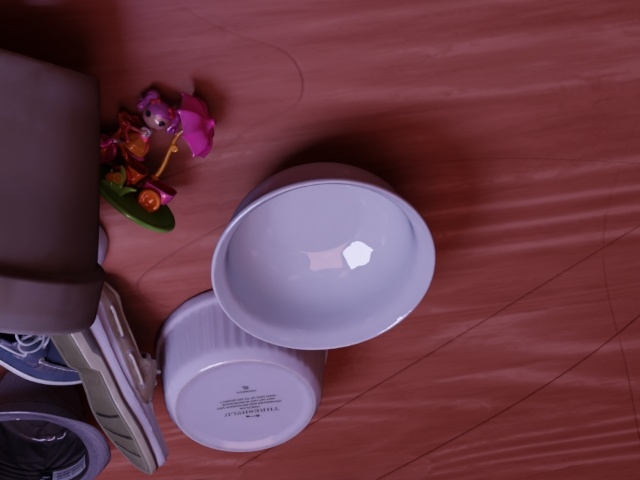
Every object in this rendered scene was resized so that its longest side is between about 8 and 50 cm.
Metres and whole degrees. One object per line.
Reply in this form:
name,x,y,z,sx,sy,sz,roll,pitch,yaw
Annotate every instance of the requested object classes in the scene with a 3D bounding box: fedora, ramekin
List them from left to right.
fedora,-0.446,0.284,1.535,0.244,0.124,0.275,-7,139,2
ramekin,-0.117,0.206,1.506,0.273,0.127,0.272,-3,130,-4

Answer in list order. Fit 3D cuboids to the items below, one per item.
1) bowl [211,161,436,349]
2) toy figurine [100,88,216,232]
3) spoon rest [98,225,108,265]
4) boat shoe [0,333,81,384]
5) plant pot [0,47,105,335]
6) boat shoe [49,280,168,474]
bowl,0.000,0.000,1.338,0.298,0.134,0.297,-3,130,-4
toy figurine,-0.209,-0.124,1.245,0.173,0.130,0.159,39,105,-5
spoon rest,-0.422,0.044,1.345,0.276,0.084,0.137,-24,143,-15
boat shoe,-0.431,0.130,1.430,0.255,0.095,0.079,29,133,-17
plant pot,-0.379,-0.076,1.115,0.323,0.323,0.280,14,96,-18
boat shoe,-0.283,0.200,1.434,0.113,0.103,0.302,6,126,46
